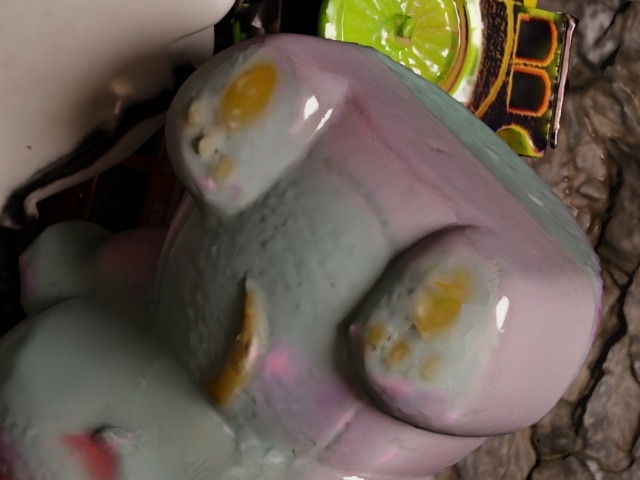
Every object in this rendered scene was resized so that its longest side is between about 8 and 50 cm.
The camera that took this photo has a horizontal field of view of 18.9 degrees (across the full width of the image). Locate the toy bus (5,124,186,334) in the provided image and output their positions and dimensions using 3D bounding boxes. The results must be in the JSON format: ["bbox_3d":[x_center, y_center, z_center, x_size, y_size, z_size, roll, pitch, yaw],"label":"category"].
[{"bbox_3d":[-0.099,0.027,0.942,0.096,0.073,0.235,15,97,-21],"label":"toy bus"}]

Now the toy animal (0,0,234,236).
[{"bbox_3d":[-0.148,-0.119,0.818,0.208,0.156,0.204,-34,123,13],"label":"toy animal"}]

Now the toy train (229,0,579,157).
[{"bbox_3d":[0.052,-0.181,0.919,0.160,0.100,0.296,6,92,-32],"label":"toy train"}]

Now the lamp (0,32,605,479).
[{"bbox_3d":[-0.023,0.072,0.814,0.301,0.247,0.247,-51,161,21],"label":"lamp"}]
